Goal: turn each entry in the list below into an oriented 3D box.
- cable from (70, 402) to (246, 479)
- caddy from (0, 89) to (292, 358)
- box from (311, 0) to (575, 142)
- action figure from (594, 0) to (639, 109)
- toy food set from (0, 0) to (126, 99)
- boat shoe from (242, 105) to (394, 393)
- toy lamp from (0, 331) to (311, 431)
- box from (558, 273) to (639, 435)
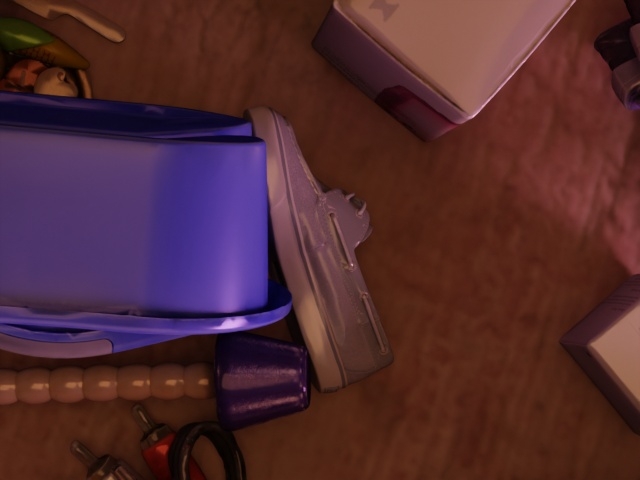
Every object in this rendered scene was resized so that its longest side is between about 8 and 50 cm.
[{"bbox_3d":[-0.082,0.252,1.511,0.139,0.072,0.287,-41,106,-21],"label":"cable"},{"bbox_3d":[-0.186,-0.004,1.388,0.341,0.241,0.179,5,99,-8],"label":"caddy"},{"bbox_3d":[0.092,-0.170,1.425,0.127,0.232,0.148,41,87,-3],"label":"box"},{"bbox_3d":[0.286,-0.058,1.451,0.099,0.185,0.285,-13,69,2],"label":"action figure"},{"bbox_3d":[-0.240,-0.107,1.493,0.132,0.038,0.192,27,87,-4],"label":"toy food set"},{"bbox_3d":[0.000,0.001,1.500,0.081,0.079,0.227,-18,97,-12],"label":"boat shoe"},{"bbox_3d":[-0.145,0.105,1.465,0.275,0.080,0.080,0,90,5],"label":"toy lamp"},{"bbox_3d":[0.255,0.089,1.503,0.087,0.102,0.101,-40,93,-6],"label":"box"}]
